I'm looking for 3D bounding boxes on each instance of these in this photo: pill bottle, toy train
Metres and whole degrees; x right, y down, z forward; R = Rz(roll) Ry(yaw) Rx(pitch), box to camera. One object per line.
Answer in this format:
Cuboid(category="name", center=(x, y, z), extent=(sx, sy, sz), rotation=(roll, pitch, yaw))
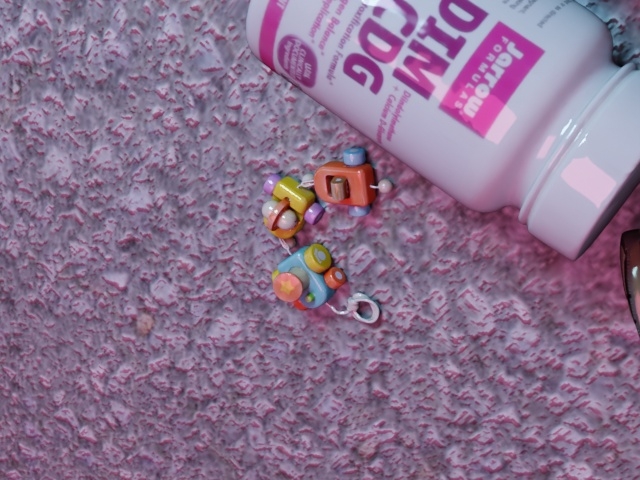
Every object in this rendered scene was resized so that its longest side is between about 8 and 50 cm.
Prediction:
Cuboid(category="pill bottle", center=(0.102, -0.121, 0.873), extent=(0.283, 0.160, 0.160), rotation=(36, 127, 14))
Cuboid(category="toy train", center=(0.000, 0.000, 1.073), extent=(0.125, 0.046, 0.166), rotation=(12, 118, 29))

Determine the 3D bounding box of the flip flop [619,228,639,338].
Cuboid(category="flip flop", center=(0.298, 0.107, 0.899), extent=(0.080, 0.112, 0.277), rotation=(-32, 90, 14))
